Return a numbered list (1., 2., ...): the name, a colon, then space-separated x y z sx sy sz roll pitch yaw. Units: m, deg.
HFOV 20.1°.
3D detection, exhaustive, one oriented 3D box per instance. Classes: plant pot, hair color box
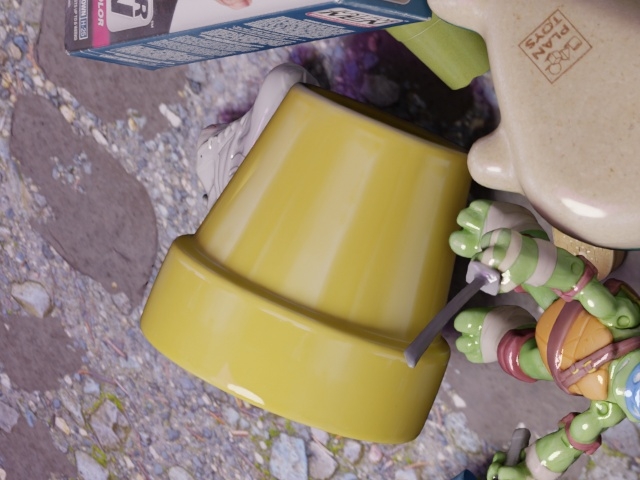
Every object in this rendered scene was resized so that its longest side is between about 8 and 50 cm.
1. plant pot: 0.010 0.009 1.490 0.254 0.254 0.239 28 100 30
2. plant pot: 0.102 -0.165 1.432 0.079 0.083 0.083 51 143 -14
3. hair color box: -0.066 -0.246 1.461 0.347 0.105 0.174 -4 83 46

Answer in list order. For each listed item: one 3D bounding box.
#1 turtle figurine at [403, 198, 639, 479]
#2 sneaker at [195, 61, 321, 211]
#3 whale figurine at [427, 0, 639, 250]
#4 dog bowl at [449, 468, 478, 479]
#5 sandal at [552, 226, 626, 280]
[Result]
1. turtle figurine: 0.132 0.079 1.319 0.198 0.274 0.266 52 -179 -21
2. sneaker: -0.068 -0.082 1.651 0.115 0.090 0.232 42 138 22
3. whale figurine: 0.198 -0.114 1.320 0.216 0.141 0.272 -44 66 11
4. dog bowl: 0.156 0.357 1.663 0.074 0.166 0.297 -21 104 10
5. sandal: 0.184 -0.065 1.409 0.088 0.079 0.240 9 123 42
